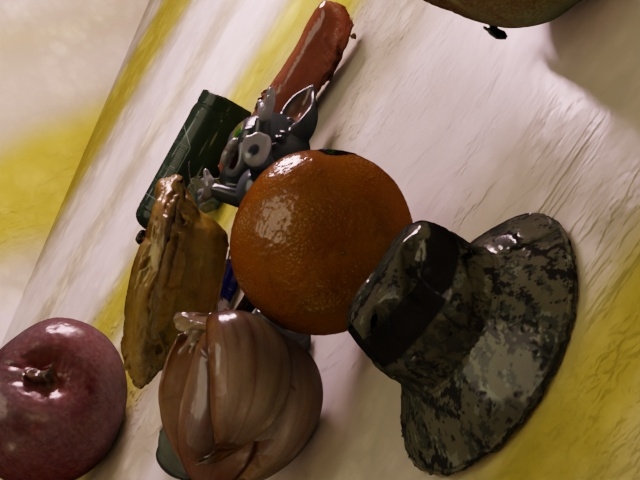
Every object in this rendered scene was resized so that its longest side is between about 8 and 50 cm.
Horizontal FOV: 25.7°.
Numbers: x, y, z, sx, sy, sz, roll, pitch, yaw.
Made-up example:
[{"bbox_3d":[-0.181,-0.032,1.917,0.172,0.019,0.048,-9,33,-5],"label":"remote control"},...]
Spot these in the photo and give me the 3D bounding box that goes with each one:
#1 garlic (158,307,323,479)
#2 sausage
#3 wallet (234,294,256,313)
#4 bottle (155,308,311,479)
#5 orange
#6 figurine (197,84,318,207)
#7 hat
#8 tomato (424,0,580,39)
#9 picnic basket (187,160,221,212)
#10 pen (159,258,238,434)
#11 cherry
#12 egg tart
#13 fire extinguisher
[{"bbox_3d":[-0.071,0.160,1.449,0.214,0.160,0.191,-20,70,61],"label":"garlic"},{"bbox_3d":[-0.050,-0.202,2.032,0.327,0.079,0.087,-55,31,25],"label":"sausage"},{"bbox_3d":[-0.077,0.091,1.744,0.230,0.042,0.124,-55,18,17],"label":"wallet"},{"bbox_3d":[-0.103,0.185,1.632,0.254,0.079,0.096,-51,60,27],"label":"bottle"},{"bbox_3d":[0.000,0.000,1.440,0.206,0.206,0.206,-51,21,29],"label":"orange"},{"bbox_3d":[-0.064,-0.101,1.844,0.193,0.140,0.265,-68,26,20],"label":"figurine"},{"bbox_3d":[0.096,0.060,1.201,0.265,0.128,0.265,-51,18,24],"label":"hat"},{"bbox_3d":[0.172,-0.337,1.384,0.303,0.239,0.303,-42,20,19],"label":"tomato"},{"bbox_3d":[-0.179,-0.087,2.247,0.083,0.065,0.083,128,139,-54],"label":"picnic basket"},{"bbox_3d":[-0.160,0.146,1.902,0.033,0.033,0.269,-27,39,60],"label":"pen"},{"bbox_3d":[-0.412,0.257,2.134,0.261,0.221,0.307,-63,4,-30],"label":"cherry"},{"bbox_3d":[-0.182,0.058,1.819,0.295,0.116,0.295,-168,90,-89],"label":"egg tart"},{"bbox_3d":[-0.226,-0.095,2.328,0.311,0.095,0.114,-61,-10,0],"label":"fire extinguisher"}]
